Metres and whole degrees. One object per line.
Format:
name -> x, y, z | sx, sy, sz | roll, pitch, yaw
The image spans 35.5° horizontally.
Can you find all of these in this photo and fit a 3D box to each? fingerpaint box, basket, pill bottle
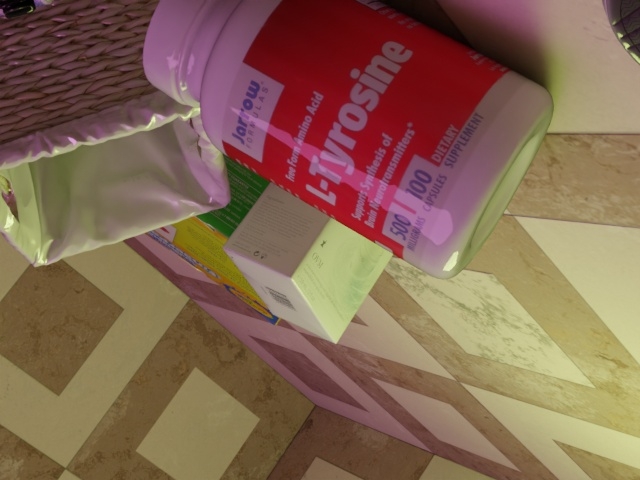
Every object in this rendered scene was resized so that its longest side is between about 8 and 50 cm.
fingerpaint box -> -0.201, -0.057, 1.895 | 0.445, 0.163, 0.371 | 35, 163, 2
basket -> -0.325, -0.173, 1.424 | 0.328, 0.331, 0.266 | 85, 167, -69
pill bottle -> 0.022, -0.150, 1.083 | 0.407, 0.229, 0.229 | 30, 163, 14

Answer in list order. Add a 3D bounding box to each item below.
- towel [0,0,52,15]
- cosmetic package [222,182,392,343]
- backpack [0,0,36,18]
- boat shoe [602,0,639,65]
towel -> -0.447, -0.379, 1.286 | 0.285, 0.209, 0.034 | -4, 174, 29
cosmetic package -> 0.000, 0.000, 1.550 | 0.138, 0.225, 0.224 | 22, 160, 30
backpack -> -0.363, -0.404, 0.959 | 0.290, 0.356, 0.273 | -8, 138, 18
boat shoe -> 0.225, -0.240, 0.687 | 0.118, 0.103, 0.320 | -24, 134, 25
